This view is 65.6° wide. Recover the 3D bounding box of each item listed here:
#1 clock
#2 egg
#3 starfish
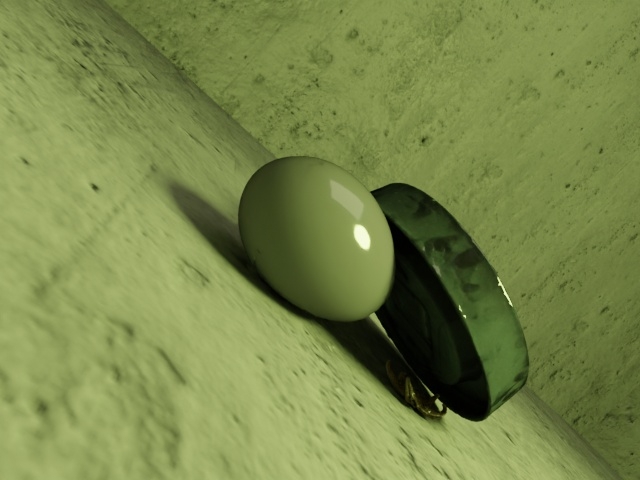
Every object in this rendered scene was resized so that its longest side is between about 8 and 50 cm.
[{"bbox_3d":[0.133,0.074,0.644,0.318,0.066,0.319,58,-12,19],"label":"clock"},{"bbox_3d":[0.000,0.000,0.532,0.198,0.146,0.146,52,6,-8],"label":"egg"},{"bbox_3d":[0.110,0.178,0.587,0.091,0.028,0.078,41,1,5],"label":"starfish"}]
